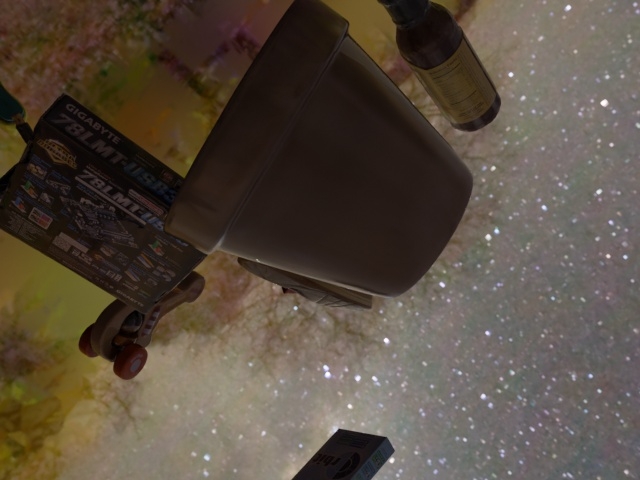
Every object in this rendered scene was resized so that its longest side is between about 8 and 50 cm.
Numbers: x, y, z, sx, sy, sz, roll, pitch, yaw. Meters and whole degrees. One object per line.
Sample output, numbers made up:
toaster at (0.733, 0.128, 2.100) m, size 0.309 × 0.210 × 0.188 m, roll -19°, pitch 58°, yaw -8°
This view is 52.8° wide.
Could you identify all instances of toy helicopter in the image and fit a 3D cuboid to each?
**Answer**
toy helicopter at (-0.397, 0.147, 1.525) m, size 0.355 × 0.140 × 0.235 m, roll -33°, pitch 143°, yaw -53°

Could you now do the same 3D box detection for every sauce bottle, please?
sauce bottle at (0.203, -0.330, 1.119) m, size 0.111 × 0.344 × 0.111 m, roll -22°, pitch -132°, yaw 26°

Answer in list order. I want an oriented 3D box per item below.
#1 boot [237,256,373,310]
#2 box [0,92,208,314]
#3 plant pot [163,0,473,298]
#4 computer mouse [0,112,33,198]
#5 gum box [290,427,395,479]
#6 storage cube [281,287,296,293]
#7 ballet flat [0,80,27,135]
boot at (0.000, 0.000, 1.147) m, size 0.095 × 0.262 × 0.203 m, roll -31°, pitch -142°, yaw 60°
box at (-0.325, -0.035, 0.990) m, size 0.293 × 0.295 × 0.073 m, roll -39°, pitch -157°, yaw 43°
plant pot at (0.013, -0.077, 0.776) m, size 0.323 × 0.280 × 0.323 m, roll -56°, pitch -172°, yaw 12°
computer mouse at (-0.571, -0.173, 1.028) m, size 0.184 × 0.262 × 0.060 m, roll -26°, pitch -159°, yaw 1°
gum box at (0.034, 0.457, 1.279) m, size 0.184 × 0.041 × 0.157 m, roll -39°, pitch -164°, yaw -34°
storage cube at (0.004, 0.002, 1.553) m, size 0.215 × 0.193 × 0.184 m, roll -59°, pitch -139°, yaw 44°
ballet flat at (-0.658, -0.296, 1.260) m, size 0.077 × 0.231 × 0.077 m, roll -38°, pitch 175°, yaw -27°
